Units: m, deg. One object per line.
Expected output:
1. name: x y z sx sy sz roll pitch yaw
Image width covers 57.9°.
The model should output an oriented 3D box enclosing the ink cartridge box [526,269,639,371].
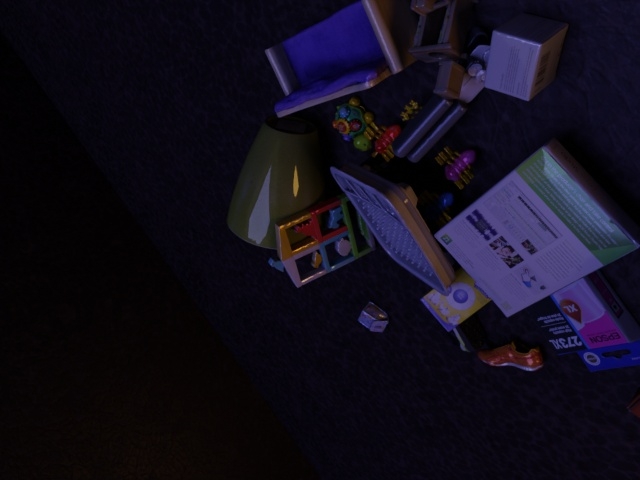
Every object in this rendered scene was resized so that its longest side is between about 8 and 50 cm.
1. ink cartridge box: 0.511 0.126 1.188 0.370 0.069 0.176 52 147 -2

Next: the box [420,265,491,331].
1. box: 0.334 0.119 1.345 0.179 0.043 0.105 -43 84 19

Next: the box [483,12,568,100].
1. box: 0.338 -0.305 0.957 0.087 0.102 0.101 29 141 30

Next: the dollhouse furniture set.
1. dollhouse furniture set: 0.171 -0.355 0.996 0.101 0.161 0.181 12 91 47

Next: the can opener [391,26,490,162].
1. can opener: 0.239 -0.266 1.105 0.280 0.074 0.093 -52 36 36

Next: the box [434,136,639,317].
1. box: 0.395 -0.010 1.094 0.232 0.058 0.322 49 142 5

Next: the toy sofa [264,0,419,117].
1. toy sofa: 0.026 -0.387 1.211 0.363 0.177 0.150 -1 120 53

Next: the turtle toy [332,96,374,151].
1. turtle toy: 0.079 -0.267 1.358 0.130 0.066 0.095 49 148 7

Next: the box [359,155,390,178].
1. box: 0.124 -0.155 1.411 0.052 0.062 0.083 39 145 19

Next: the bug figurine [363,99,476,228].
1. bug figurine: 0.228 -0.173 1.252 0.279 0.072 0.216 54 142 7

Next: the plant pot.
1. plant pot: -0.100 -0.170 1.535 0.275 0.275 0.293 31 126 32

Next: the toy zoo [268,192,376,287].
1. toy zoo: 0.000 0.000 1.507 0.030 0.293 0.192 40 150 54

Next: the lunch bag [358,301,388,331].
1. lunch bag: 0.162 0.237 1.747 0.083 0.053 0.071 35 146 12

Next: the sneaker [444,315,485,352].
1. sneaker: 0.326 0.190 1.460 0.097 0.084 0.234 -5 116 57

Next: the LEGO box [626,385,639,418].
1. LEGO box: 0.750 0.186 0.809 0.373 0.193 0.500 37 144 25

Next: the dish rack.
1. dish rack: 0.176 -0.041 1.314 0.332 0.072 0.285 54 171 -32

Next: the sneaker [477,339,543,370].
1. sneaker: 0.460 0.272 1.406 0.175 0.064 0.067 -8 94 49
